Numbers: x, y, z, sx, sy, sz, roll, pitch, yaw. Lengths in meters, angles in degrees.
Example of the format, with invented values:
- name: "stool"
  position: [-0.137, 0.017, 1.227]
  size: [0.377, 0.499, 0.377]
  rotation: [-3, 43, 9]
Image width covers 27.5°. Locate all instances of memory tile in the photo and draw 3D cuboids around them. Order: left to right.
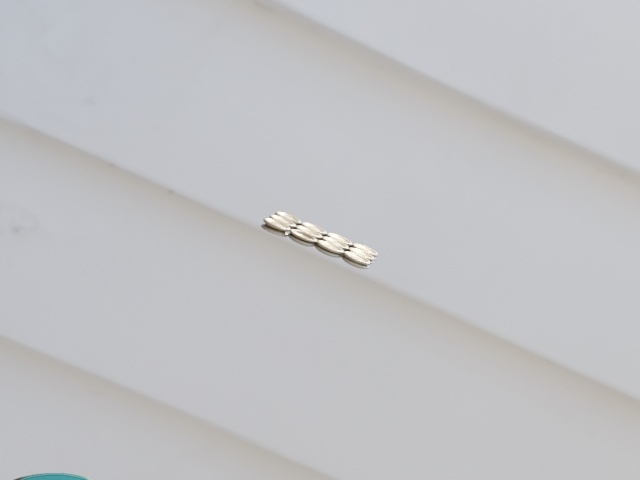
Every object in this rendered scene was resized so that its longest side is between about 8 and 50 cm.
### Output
- name: "memory tile"
  position: [0.000, 0.000, 1.674]
  size: [0.113, 0.148, 0.012]
  rotation: [-42, 155, -78]

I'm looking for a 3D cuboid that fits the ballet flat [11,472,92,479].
- name: "ballet flat"
  position: [-0.356, 0.313, 1.497]
  size: [0.068, 0.213, 0.072]
  rotation: [117, -38, -48]
